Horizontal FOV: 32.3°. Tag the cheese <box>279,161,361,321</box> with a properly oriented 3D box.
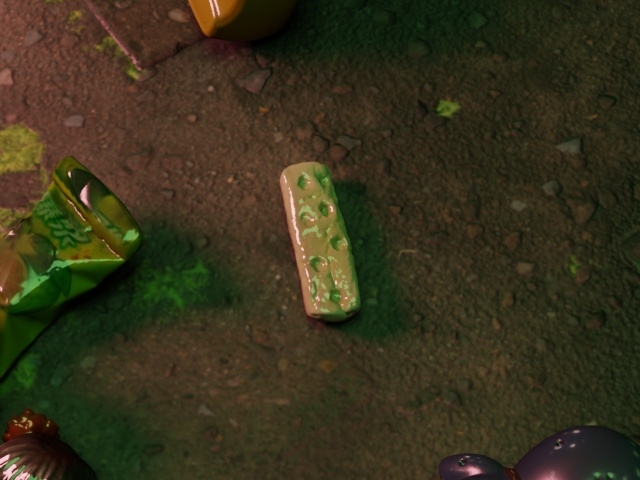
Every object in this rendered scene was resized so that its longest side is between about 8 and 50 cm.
[{"bbox_3d":[0.000,0.000,1.212,0.065,0.043,0.194,-9,62,-4],"label":"cheese"}]

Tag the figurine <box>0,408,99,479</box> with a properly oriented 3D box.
[{"bbox_3d":[-0.314,0.281,1.026,0.138,0.110,0.245,37,75,21],"label":"figurine"}]

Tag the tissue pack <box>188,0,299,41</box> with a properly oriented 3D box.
[{"bbox_3d":[-0.077,-0.325,1.310,0.127,0.178,0.123,-9,61,-26],"label":"tissue pack"}]

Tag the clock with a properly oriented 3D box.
[{"bbox_3d":[0.206,0.268,1.021,0.243,0.146,0.199,-17,59,-2],"label":"clock"}]

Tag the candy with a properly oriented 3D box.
[{"bbox_3d":[-0.309,0.035,1.173,0.246,0.069,0.149,-42,67,-7],"label":"candy"}]
